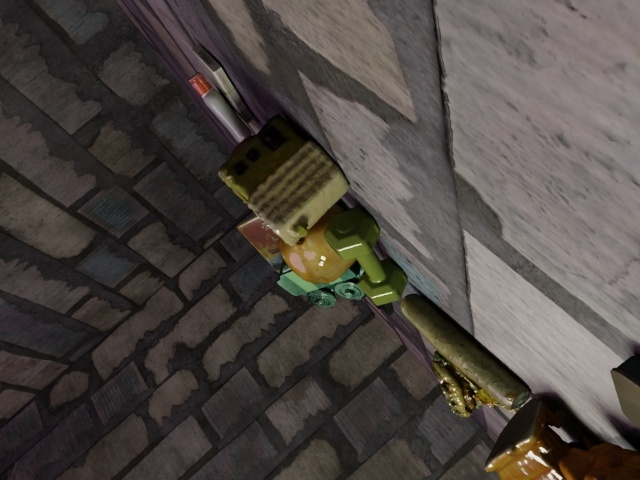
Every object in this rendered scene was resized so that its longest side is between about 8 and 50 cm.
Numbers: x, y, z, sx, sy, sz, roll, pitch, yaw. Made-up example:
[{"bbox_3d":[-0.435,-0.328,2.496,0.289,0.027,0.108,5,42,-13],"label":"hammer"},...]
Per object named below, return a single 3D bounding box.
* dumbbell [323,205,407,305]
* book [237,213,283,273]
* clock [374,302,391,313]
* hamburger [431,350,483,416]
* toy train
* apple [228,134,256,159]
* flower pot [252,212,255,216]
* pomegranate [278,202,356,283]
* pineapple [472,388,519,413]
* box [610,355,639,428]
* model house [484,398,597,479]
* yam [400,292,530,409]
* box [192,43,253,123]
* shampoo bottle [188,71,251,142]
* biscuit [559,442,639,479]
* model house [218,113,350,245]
[{"bbox_3d":[0.113,0.044,1.204,0.108,0.121,0.302,10,153,33],"label":"dumbbell"},{"bbox_3d":[-0.055,0.009,1.643,0.374,0.262,0.028,51,-164,-39],"label":"book"},{"bbox_3d":[0.194,0.194,2.133,0.279,0.049,0.273,48,176,21],"label":"clock"},{"bbox_3d":[0.411,0.408,1.493,0.183,0.130,0.206,57,-170,-52],"label":"hamburger"},{"bbox_3d":[0.019,0.086,1.571,0.238,0.299,0.167,41,-136,-32],"label":"toy train"},{"bbox_3d":[-0.145,-0.179,1.331,0.188,0.188,0.174,48,-173,14],"label":"apple"},{"bbox_3d":[-0.118,-0.061,1.755,0.246,0.195,0.246,16,137,16],"label":"flower pot"},{"bbox_3d":[-0.004,0.001,1.324,0.233,0.233,0.233,48,176,5],"label":"pomegranate"},{"bbox_3d":[0.446,0.381,1.237,0.114,0.077,0.114,8,-168,-38],"label":"pineapple"},{"bbox_3d":[0.343,0.170,0.503,0.126,0.031,0.091,51,175,-37],"label":"box"},{"bbox_3d":[0.444,0.424,0.933,0.229,0.219,0.199,42,133,16],"label":"model house"},{"bbox_3d":[0.316,0.245,1.172,0.371,0.083,0.083,43,173,50],"label":"yam"},{"bbox_3d":[-0.264,-0.423,1.388,0.122,0.032,0.220,47,176,27],"label":"box"},{"bbox_3d":[-0.283,-0.375,1.437,0.221,0.051,0.108,49,-179,-26],"label":"shampoo bottle"},{"bbox_3d":[0.459,0.376,0.583,0.318,0.110,0.312,45,174,15],"label":"biscuit"},{"bbox_3d":[-0.061,-0.111,1.076,0.234,0.193,0.175,43,173,31],"label":"model house"}]
